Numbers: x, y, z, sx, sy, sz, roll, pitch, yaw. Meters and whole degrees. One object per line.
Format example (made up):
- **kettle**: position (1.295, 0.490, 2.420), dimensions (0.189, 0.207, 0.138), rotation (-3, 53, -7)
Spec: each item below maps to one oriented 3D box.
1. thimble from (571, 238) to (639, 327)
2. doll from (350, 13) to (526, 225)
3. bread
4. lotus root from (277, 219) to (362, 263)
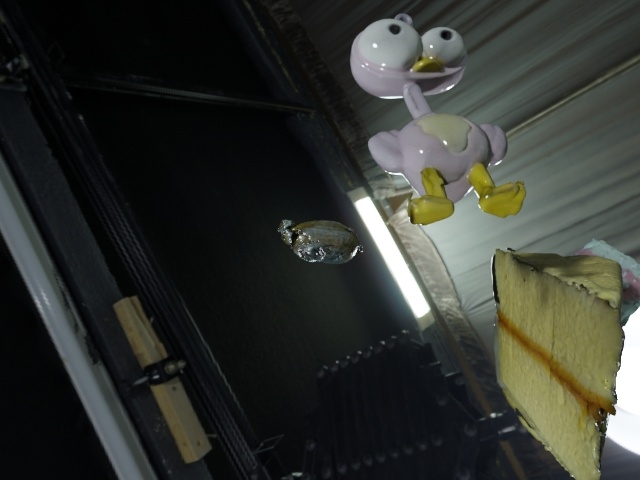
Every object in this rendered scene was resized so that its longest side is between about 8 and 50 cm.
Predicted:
- **thimble**: position (0.523, 0.108, 0.901), dimensions (0.185, 0.211, 0.149), rotation (9, -147, -54)
- **doll**: position (0.128, -0.168, 0.577), dimensions (0.094, 0.160, 0.365), rotation (87, 178, -58)
- **bread**: position (0.342, 0.187, 0.733), dimensions (0.405, 0.242, 0.345), rotation (-18, -72, -52)
- **lotus root**: position (0.000, 0.003, 0.888), dimensions (0.165, 0.088, 0.088), rotation (12, -131, -17)
